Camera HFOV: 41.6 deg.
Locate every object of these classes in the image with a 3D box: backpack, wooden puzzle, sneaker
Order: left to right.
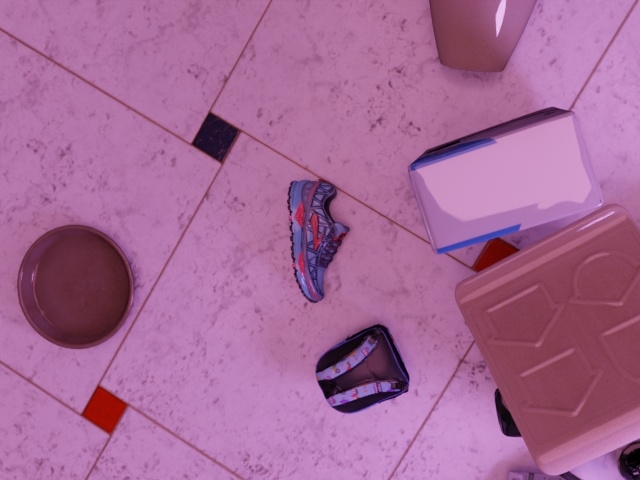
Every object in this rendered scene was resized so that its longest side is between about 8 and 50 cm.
[{"bbox_3d":[0.000,0.000,1.765,0.125,0.104,0.262,-5,92,7],"label":"sneaker"},{"bbox_3d":[0.084,0.272,1.755,0.173,0.117,0.158,-27,88,9],"label":"backpack"},{"bbox_3d":[0.429,0.158,1.359,0.322,0.080,0.348,-29,61,11],"label":"wooden puzzle"}]

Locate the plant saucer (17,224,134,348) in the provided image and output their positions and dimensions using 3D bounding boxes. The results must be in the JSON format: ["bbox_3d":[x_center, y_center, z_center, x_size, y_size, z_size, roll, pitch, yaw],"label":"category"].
[{"bbox_3d":[-0.544,0.103,1.888,0.277,0.041,0.278,0,92,9],"label":"plant saucer"}]

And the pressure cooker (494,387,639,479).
[{"bbox_3d":[0.542,0.266,1.529,0.375,0.420,0.370,37,98,7],"label":"pressure cooker"}]

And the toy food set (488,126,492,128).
[{"bbox_3d":[0.376,-0.195,1.736,0.082,0.020,0.083,-4,92,9],"label":"toy food set"}]

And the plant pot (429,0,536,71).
[{"bbox_3d":[0.312,-0.475,1.639,0.256,0.256,0.274,9,110,9],"label":"plant pot"}]

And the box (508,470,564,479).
[{"bbox_3d":[0.459,0.542,1.677,0.186,0.038,0.145,-8,61,39],"label":"box"}]

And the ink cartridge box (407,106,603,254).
[{"bbox_3d":[0.331,-0.122,1.542,0.285,0.395,0.166,-18,96,14],"label":"ink cartridge box"}]
